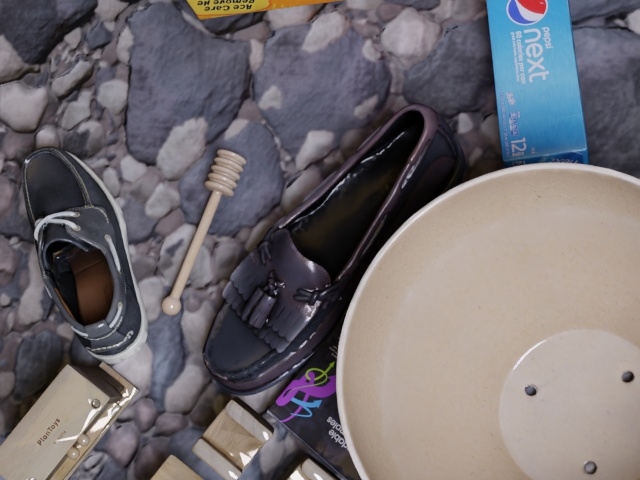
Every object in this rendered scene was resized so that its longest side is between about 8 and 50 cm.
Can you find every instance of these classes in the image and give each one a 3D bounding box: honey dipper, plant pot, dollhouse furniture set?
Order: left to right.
[{"bbox_3d":[-0.132,0.215,0.963,0.242,0.161,0.212,39,84,3],"label":"dollhouse furniture set"},{"bbox_3d":[-0.109,-0.006,1.076,0.030,0.030,0.160,16,79,21],"label":"honey dipper"},{"bbox_3d":[0.176,0.108,0.851,0.284,0.191,0.284,-7,70,20],"label":"plant pot"}]

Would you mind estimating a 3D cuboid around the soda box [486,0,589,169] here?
[{"bbox_3d":[0.188,-0.154,1.022,0.071,0.067,0.210,-7,68,13],"label":"soda box"}]

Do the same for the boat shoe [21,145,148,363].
[{"bbox_3d":[-0.227,-0.001,1.081,0.084,0.079,0.233,-29,63,6],"label":"boat shoe"}]

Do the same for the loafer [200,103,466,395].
[{"bbox_3d":[0.000,0.000,1.003,0.109,0.095,0.302,41,85,25],"label":"loafer"}]

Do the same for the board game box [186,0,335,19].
[{"bbox_3d":[0.005,-0.458,1.031,0.357,0.356,0.356,-5,69,15],"label":"board game box"}]

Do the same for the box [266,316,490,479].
[{"bbox_3d":[0.049,0.119,0.981,0.116,0.029,0.162,38,83,26],"label":"box"}]
